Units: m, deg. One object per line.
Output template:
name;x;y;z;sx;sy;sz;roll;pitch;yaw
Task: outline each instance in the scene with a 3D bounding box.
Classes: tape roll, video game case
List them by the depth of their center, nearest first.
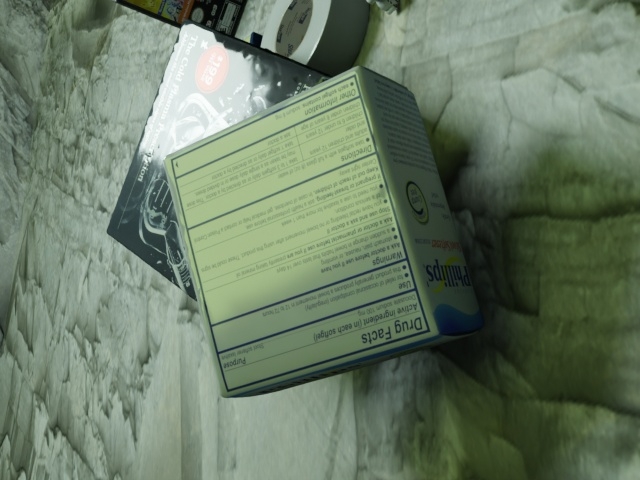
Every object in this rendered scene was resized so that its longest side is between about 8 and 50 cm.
tape roll;-0.014;-0.330;1.447;0.219;0.072;0.219;-34;48;49
video game case;-0.244;-0.550;1.769;0.035;0.248;0.274;30;102;58

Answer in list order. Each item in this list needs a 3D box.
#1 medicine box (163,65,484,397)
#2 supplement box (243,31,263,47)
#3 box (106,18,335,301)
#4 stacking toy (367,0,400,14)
medicine box;0.000;0.000;0.999;0.264;0.149;0.289;-20;79;26
supplement box;-0.104;-0.306;1.575;0.083;0.083;0.056;-26;53;51
box;-0.100;-0.094;1.278;0.313;0.179;0.343;30;102;40
stacking toy;0.133;-0.450;1.289;0.167;0.052;0.221;-35;45;45
